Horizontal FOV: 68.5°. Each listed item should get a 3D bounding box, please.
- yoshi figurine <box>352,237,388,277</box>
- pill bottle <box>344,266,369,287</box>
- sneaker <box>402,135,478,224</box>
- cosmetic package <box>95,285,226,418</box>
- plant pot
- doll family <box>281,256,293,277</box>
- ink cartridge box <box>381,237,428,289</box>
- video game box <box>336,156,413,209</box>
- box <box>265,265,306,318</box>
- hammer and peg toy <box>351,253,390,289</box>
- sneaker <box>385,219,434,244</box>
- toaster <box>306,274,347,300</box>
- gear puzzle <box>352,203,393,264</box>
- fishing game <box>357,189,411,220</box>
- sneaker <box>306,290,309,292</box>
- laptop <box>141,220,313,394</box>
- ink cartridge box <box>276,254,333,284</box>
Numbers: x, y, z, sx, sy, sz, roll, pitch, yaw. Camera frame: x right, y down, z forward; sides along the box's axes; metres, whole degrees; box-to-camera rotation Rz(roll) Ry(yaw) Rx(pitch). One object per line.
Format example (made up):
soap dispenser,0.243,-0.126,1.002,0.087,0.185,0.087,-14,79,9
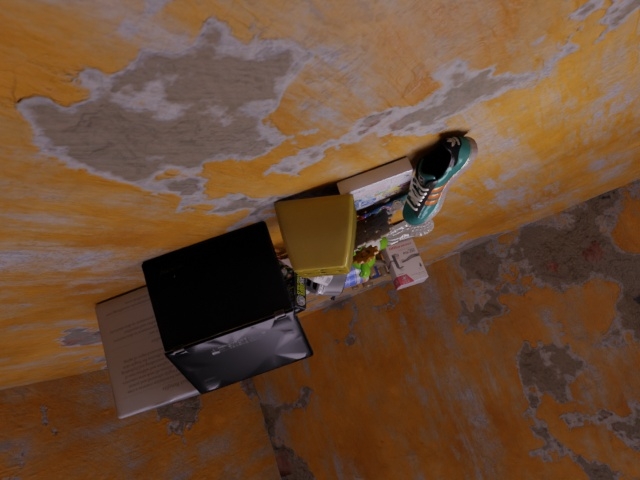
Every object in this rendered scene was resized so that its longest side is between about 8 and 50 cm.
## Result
yoshi figurine,0.113,0.055,1.791,0.361,0.204,0.202,-8,170,-44
pill bottle,0.074,0.156,2.177,0.271,0.153,0.152,-16,166,-13
sneaker,0.293,-0.162,1.284,0.120,0.108,0.302,-2,137,-35
cosmetic package,-0.541,0.375,1.694,0.328,0.394,0.327,-19,166,4
plant pot,0.000,0.000,1.316,0.211,0.188,0.212,-6,168,6
doll family,-0.088,0.085,1.861,0.192,0.076,0.111,-25,161,9
ink cartridge box,0.418,0.114,2.337,0.158,0.218,0.092,-17,161,-10
video game box,0.155,-0.151,1.332,0.205,0.048,0.187,-19,164,3
box,-0.166,0.225,1.984,0.060,0.217,0.270,22,142,-35
hammer and peg toy,0.232,0.159,2.453,0.265,0.128,0.361,-27,164,23
sneaker,0.355,-0.047,1.955,0.234,0.090,0.095,-15,179,-2
toaster,0.022,0.145,1.971,0.146,0.227,0.129,4,-166,-44
gear puzzle,0.156,-0.012,1.486,0.175,0.044,0.339,-24,-158,16
fishing game,0.221,-0.110,1.468,0.263,0.041,0.189,-28,-177,-13
sneaker,-0.076,0.204,2.275,0.118,0.110,0.292,-33,175,13
laptop,-0.267,0.216,1.418,0.381,0.237,0.408,-19,136,-1
ink cartridge box,-0.075,0.081,1.695,0.056,0.224,0.181,-57,162,0
